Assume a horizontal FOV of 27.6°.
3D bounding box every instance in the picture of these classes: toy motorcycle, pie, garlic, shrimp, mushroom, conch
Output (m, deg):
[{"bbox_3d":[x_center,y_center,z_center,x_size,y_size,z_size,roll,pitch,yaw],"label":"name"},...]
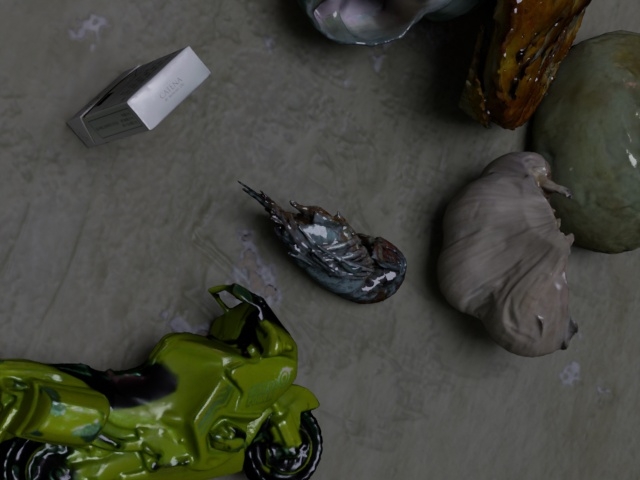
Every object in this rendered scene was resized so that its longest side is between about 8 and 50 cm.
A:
[{"bbox_3d":[-0.143,0.146,1.219,0.342,0.142,0.206,-1,84,-31],"label":"toy motorcycle"},{"bbox_3d":[0.233,-0.243,1.412,0.085,0.308,0.308,29,68,12],"label":"pie"},{"bbox_3d":[0.197,0.011,1.414,0.143,0.178,0.229,-1,63,1],"label":"garlic"},{"bbox_3d":[0.000,0.000,1.340,0.233,0.090,0.079,34,103,-33],"label":"shrimp"},{"bbox_3d":[0.361,-0.130,1.511,0.189,0.164,0.267,42,67,-20],"label":"mushroom"},{"bbox_3d":[0.097,-0.310,1.382,0.277,0.195,0.220,2,91,-45],"label":"conch"}]

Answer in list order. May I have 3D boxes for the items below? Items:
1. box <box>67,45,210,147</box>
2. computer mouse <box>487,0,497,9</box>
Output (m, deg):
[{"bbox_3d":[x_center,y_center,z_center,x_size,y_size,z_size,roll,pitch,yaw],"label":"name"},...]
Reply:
[{"bbox_3d":[-0.172,-0.132,1.221,0.040,0.154,0.084,50,65,-20],"label":"box"},{"bbox_3d":[0.208,-0.337,1.507,0.099,0.057,0.172,-40,105,-23],"label":"computer mouse"}]
